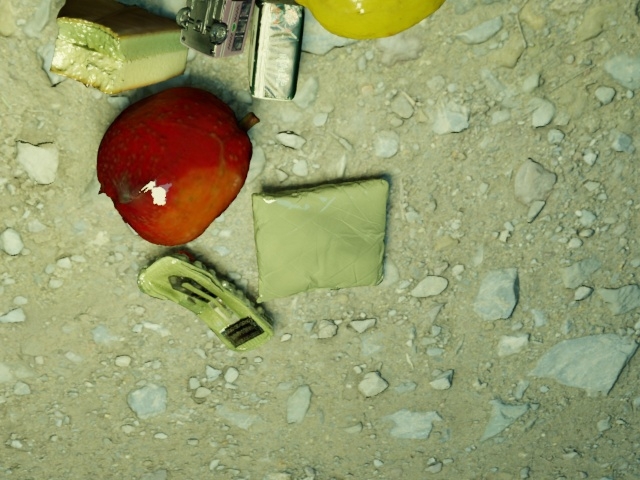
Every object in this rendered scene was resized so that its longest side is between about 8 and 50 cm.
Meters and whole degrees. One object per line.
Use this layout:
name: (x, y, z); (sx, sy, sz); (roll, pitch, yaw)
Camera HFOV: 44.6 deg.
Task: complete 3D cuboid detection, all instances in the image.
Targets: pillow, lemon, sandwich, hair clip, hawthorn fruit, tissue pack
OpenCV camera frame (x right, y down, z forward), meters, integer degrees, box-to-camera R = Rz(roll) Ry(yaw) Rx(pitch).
pillow: (-0.001, -0.001, 1.611); (0.280, 0.076, 0.274); (-8, 128, -10)
lemon: (0.089, -0.455, 1.249); (0.284, 0.260, 0.260); (-8, 122, -8)
sandwich: (-0.326, -0.319, 1.303); (0.220, 0.186, 0.108); (11, 120, -16)
hair clip: (-0.233, 0.116, 1.639); (0.138, 0.091, 0.321); (-33, 128, 20)
hawthorn fruit: (-0.245, -0.144, 1.389); (0.307, 0.265, 0.265); (-39, 121, -9)
tissue pack: (-0.079, -0.343, 1.373); (0.090, 0.103, 0.170); (4, 120, -12)

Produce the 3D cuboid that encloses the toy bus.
toy bus: (-0.163, -0.413, 1.309); (0.108, 0.096, 0.199); (-20, 134, -52)
